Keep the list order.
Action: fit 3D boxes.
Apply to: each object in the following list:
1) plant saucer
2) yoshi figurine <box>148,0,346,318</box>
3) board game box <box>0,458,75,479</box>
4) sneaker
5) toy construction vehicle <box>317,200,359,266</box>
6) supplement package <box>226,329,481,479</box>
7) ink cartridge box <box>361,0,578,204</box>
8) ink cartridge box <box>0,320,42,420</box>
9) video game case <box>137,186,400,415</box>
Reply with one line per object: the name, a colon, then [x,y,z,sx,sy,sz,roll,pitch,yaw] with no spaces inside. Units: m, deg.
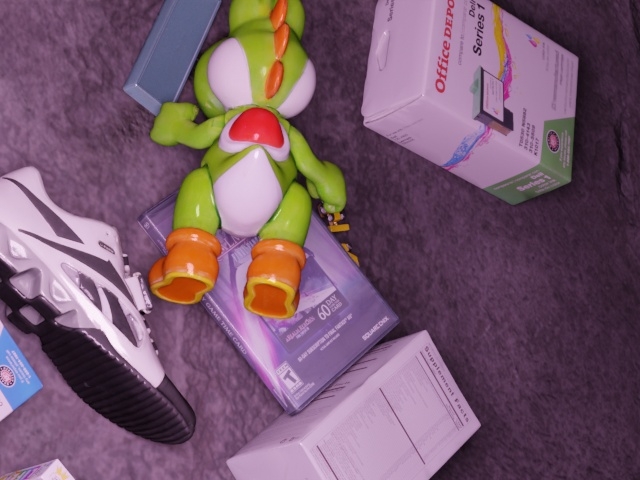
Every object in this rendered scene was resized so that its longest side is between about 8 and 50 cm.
plant saucer: [-0.166,-0.227,1.782,0.067,0.018,0.192,38,54,-26]
yoshi figurine: [-0.082,-0.096,1.688,0.203,0.203,0.362,34,57,-49]
board game box: [-0.238,0.281,1.477,0.154,0.103,0.026,53,48,-13]
sneaker: [-0.220,0.060,1.558,0.330,0.122,0.146,50,51,-17]
toy construction vehicle: [0.000,0.000,1.842,0.086,0.035,0.098,-10,74,-44]
supplement package: [0.041,0.226,1.725,0.244,0.134,0.139,-37,100,-43]
ink cartridge box: [0.202,-0.199,2.032,0.278,0.117,0.201,26,59,-33]
ink cartridge box: [-0.373,0.137,1.422,0.190,0.082,0.140,-42,104,-44]
video game case: [-0.054,0.036,1.741,0.274,0.026,0.196,52,50,0]
